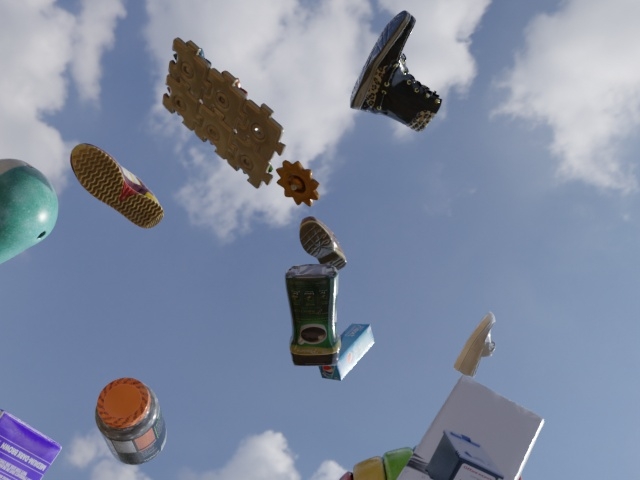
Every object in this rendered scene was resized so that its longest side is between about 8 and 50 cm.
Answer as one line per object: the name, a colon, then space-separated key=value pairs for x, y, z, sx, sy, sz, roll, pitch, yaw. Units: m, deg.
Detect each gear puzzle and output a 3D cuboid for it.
gear puzzle: x=-0.121 y=-0.185 z=1.057 sx=0.339 sy=0.044 sz=0.175 roll=42 pitch=-37 yaw=8

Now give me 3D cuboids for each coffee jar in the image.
coffee jar: x=-0.012 y=0.138 z=1.154 sx=0.096 sy=0.079 sz=0.184 roll=-1 pitch=-74 yaw=3

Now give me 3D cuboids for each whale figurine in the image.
whale figurine: x=-0.570 y=-0.009 z=1.123 sx=0.141 sy=0.216 sz=0.272 roll=35 pitch=-88 yaw=3

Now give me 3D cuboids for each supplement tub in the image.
supplement tub: x=-0.361 y=0.343 z=1.222 sx=0.117 sy=0.117 sz=0.190 roll=35 pitch=-33 yaw=20

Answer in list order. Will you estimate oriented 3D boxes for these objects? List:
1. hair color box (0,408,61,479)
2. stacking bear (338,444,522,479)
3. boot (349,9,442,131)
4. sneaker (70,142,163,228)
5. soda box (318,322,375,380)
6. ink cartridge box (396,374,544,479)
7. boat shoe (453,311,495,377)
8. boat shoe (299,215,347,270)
hair color box: x=-0.484 y=0.350 z=0.749 sx=0.185 sy=0.338 sz=0.110 roll=5 pitch=-37 yaw=40
stacking bear: x=0.074 y=0.319 z=0.716 sx=0.289 sy=0.175 sz=0.164 roll=-8 pitch=-69 yaw=1
boot: x=0.185 y=-0.347 z=1.347 sx=0.179 sy=0.085 sz=0.236 roll=22 pitch=-50 yaw=-13
sneaker: x=-0.341 y=-0.094 z=1.059 sx=0.185 sy=0.069 sz=0.084 roll=51 pitch=-5 yaw=-36
soda box: x=0.078 y=0.329 z=1.914 sx=0.071 sy=0.210 sz=0.067 roll=-1 pitch=-66 yaw=37
ink cartridge box: x=0.097 y=0.228 z=0.521 sx=0.082 sy=0.191 sz=0.139 roll=26 pitch=-47 yaw=20
boat shoe: x=0.366 y=0.244 z=1.469 sx=0.063 sy=0.066 sz=0.184 roll=30 pitch=-60 yaw=16
boat shoe: x=0.001 y=0.000 z=1.357 sx=0.064 sy=0.060 sz=0.178 roll=-22 pitch=-38 yaw=13
